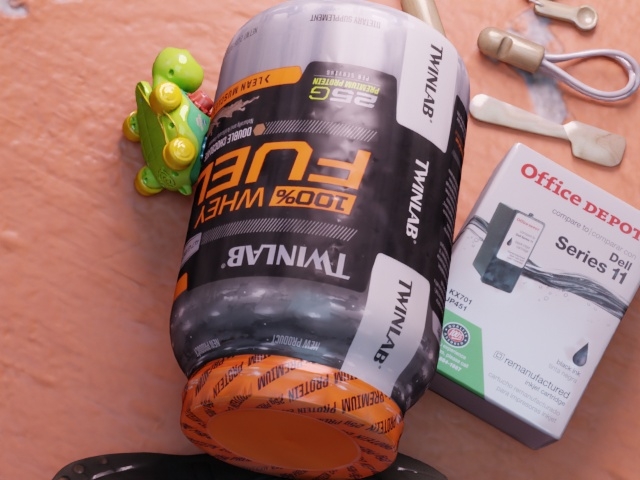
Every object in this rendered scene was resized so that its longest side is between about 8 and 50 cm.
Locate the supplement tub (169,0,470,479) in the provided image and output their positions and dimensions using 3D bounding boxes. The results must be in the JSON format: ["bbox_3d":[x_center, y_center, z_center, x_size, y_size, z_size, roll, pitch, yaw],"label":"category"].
[{"bbox_3d":[0.000,0.000,1.308,0.207,0.207,0.338,10,62,-3],"label":"supplement tub"}]

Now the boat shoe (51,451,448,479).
[{"bbox_3d":[-0.056,0.234,1.342,0.324,0.122,0.120,-1,109,-5],"label":"boat shoe"}]

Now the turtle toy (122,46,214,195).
[{"bbox_3d":[-0.121,-0.100,1.418,0.066,0.095,0.130,-7,78,-28],"label":"turtle toy"}]

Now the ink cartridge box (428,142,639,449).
[{"bbox_3d":[0.172,0.046,1.409,0.153,0.087,0.208,29,76,1],"label":"ink cartridge box"}]

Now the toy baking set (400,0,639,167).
[{"bbox_3d":[0.177,-0.179,1.488,0.197,0.030,0.256,-11,79,-8],"label":"toy baking set"}]
